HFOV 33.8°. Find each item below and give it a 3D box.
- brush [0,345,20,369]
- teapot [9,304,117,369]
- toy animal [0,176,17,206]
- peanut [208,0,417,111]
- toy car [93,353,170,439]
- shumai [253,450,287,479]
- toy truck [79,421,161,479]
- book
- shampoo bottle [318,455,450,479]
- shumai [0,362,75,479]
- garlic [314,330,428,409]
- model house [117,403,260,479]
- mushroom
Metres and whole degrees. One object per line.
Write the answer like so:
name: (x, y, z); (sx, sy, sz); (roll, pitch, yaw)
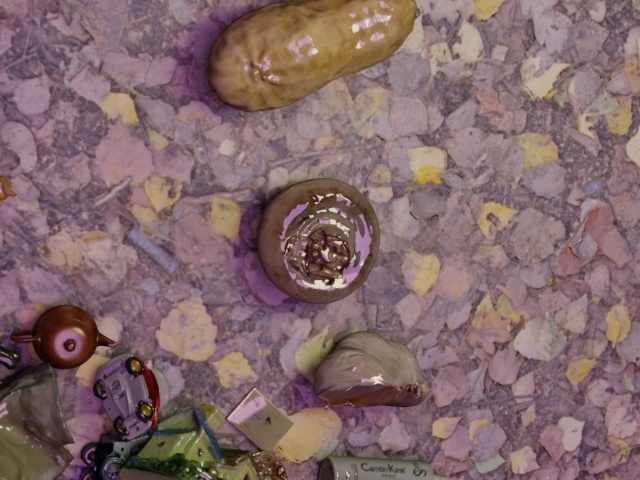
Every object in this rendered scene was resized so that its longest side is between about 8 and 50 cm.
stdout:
brush: (-0.631, 0.118, 1.704); (0.323, 0.070, 0.051); (38, 83, -18)
teapot: (-0.430, 0.166, 1.761); (0.173, 0.116, 0.116); (5, 97, -20)
toy animal: (-0.542, -0.077, 1.712); (0.083, 0.060, 0.081); (28, 48, -21)
peanut: (-0.012, -0.342, 1.793); (0.387, 0.192, 0.169); (-26, 99, -14)
toy car: (-0.310, 0.267, 1.820); (0.112, 0.112, 0.139); (2, 59, -55)
shumai: (-0.113, 0.472, 1.920); (0.146, 0.116, 0.145); (-5, 103, -23)
toy truck: (-0.339, 0.448, 1.844); (0.140, 0.108, 0.256); (1, 95, -34)
book: (-0.111, 0.335, 1.955); (0.077, 0.014, 0.111); (-47, 111, -8)
shampoo bottle: (0.131, 0.461, 2.026); (0.262, 0.085, 0.085); (7, 96, -21)
shumai: (-0.562, 0.312, 1.686); (0.292, 0.330, 0.288); (49, 56, -56)
garlic: (0.099, 0.238, 1.945); (0.229, 0.178, 0.142); (24, 58, -40)
model house: (-0.199, 0.390, 1.794); (0.214, 0.195, 0.189); (63, 39, -27)
mushroom: (0.000, 0.000, 1.858); (0.227, 0.178, 0.226); (0, 92, -13)
